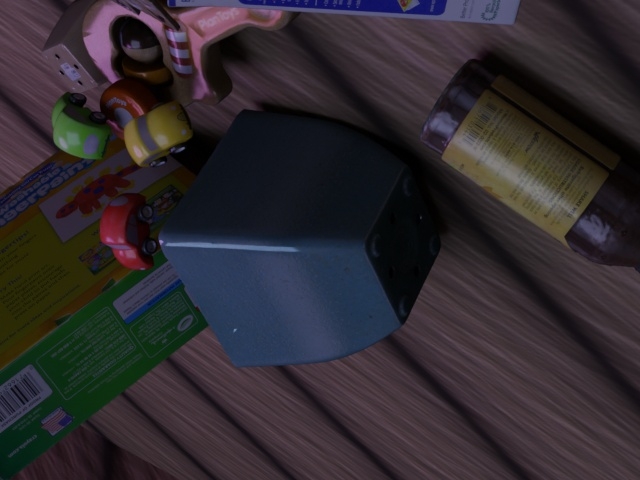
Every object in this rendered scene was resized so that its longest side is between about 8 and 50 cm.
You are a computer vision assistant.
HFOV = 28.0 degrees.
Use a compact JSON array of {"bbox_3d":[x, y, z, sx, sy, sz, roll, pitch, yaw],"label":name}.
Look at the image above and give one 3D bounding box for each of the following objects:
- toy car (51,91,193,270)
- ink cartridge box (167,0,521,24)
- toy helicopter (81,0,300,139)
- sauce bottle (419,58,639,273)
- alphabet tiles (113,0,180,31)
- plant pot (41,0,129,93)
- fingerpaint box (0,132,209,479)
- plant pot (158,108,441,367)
[{"bbox_3d":[-0.267,-0.103,1.570,0.225,0.053,0.239,39,125,27],"label":"toy car"},{"bbox_3d":[0.026,-0.276,1.152,0.332,0.065,0.165,2,149,-4],"label":"ink cartridge box"},{"bbox_3d":[-0.162,-0.272,1.533,0.355,0.140,0.235,-13,115,44],"label":"toy helicopter"},{"bbox_3d":[0.266,-0.049,1.322,0.344,0.111,0.111,37,153,7],"label":"sauce bottle"},{"bbox_3d":[-0.265,-0.302,1.397,0.237,0.009,0.198,31,176,21],"label":"alphabet tiles"},{"bbox_3d":[-0.307,-0.259,1.718,0.109,0.096,0.109,-6,128,54],"label":"plant pot"},{"bbox_3d":[-0.355,0.060,1.780,0.371,0.444,0.163,37,160,49],"label":"fingerpaint box"},{"bbox_3d":[0.000,0.000,1.598,0.252,0.248,0.247,2,136,33],"label":"plant pot"}]
